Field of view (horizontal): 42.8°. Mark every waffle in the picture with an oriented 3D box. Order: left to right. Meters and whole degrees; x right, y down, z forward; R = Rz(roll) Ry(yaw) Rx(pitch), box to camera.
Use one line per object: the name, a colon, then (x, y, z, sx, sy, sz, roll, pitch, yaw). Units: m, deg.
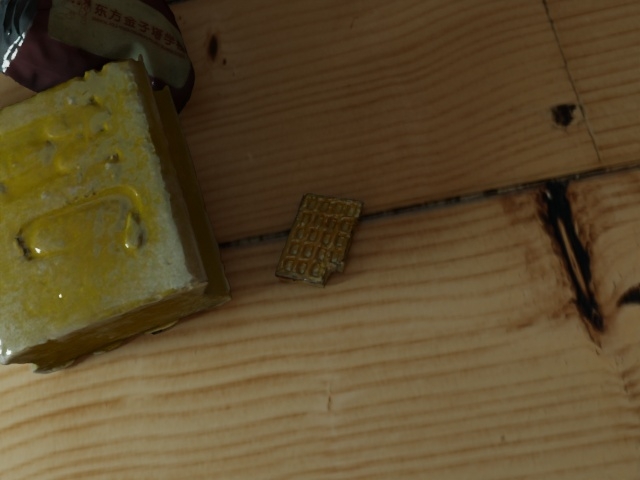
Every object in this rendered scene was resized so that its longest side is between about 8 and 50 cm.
waffle: (0.000, 0.000, 1.088, 0.092, 0.021, 0.135, 9, 64, 18)

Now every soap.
soap: (-0.301, -0.030, 1.065, 0.293, 0.156, 0.335, -19, 73, 3)

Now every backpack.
backpack: (-0.342, -0.330, 1.225, 0.197, 0.283, 0.317, -41, 47, 31)
